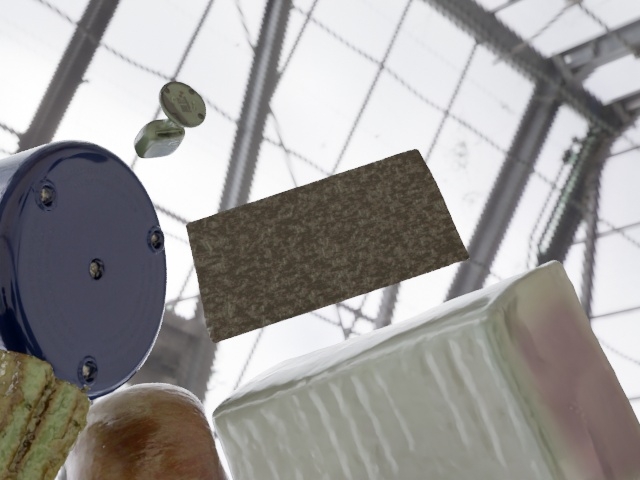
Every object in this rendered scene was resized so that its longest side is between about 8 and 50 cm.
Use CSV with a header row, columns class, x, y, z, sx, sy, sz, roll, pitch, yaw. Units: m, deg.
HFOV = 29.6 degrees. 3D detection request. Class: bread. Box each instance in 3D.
class,x,y,z,sx,sy,sz,roll,pitch,yaw
bread,-0.311,0.175,1.069,0.102,0.196,0.138,43,-129,-40

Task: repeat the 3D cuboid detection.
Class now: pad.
class,x,y,z,sx,sy,sz,roll,pitch,yaw
pad,0.000,0.000,1.084,0.158,0.235,0.003,-108,-1,-45

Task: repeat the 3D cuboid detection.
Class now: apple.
class,x,y,z,sx,sy,sz,roll,pitch,yaw
apple,-0.211,0.281,1.468,0.188,0.211,0.211,-16,-92,-8

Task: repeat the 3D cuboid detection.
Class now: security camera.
class,x,y,z,sx,sy,sz,roll,pitch,yaw
security camera,-0.161,-0.118,1.247,0.058,0.092,0.058,21,-129,-28

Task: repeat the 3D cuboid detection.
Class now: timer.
class,x,y,z,sx,sy,sz,roll,pitch,yaw
timer,-0.392,0.037,1.325,0.270,0.383,0.270,10,-101,-62

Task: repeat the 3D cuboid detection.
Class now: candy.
class,x,y,z,sx,sy,sz,roll,pitch,yaw
candy,0.081,0.173,1.021,0.145,0.358,0.208,-24,-90,-51
